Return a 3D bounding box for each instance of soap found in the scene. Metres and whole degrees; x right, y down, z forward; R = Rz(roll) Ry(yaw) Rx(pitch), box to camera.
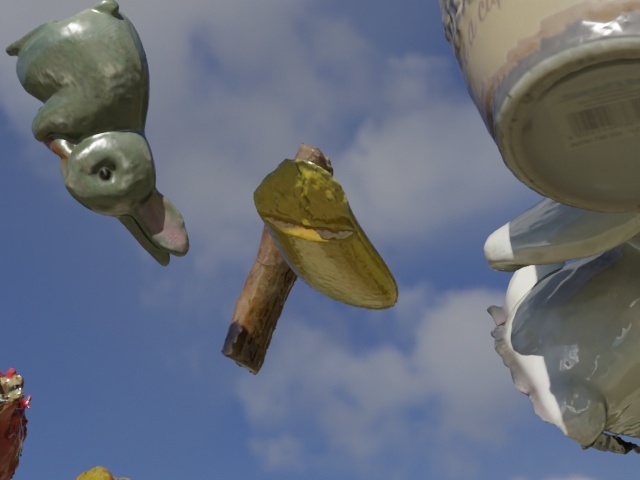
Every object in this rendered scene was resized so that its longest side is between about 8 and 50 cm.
[{"bbox_3d":[0.000,0.000,1.197,0.089,0.033,0.168,9,-28,30],"label":"soap"}]

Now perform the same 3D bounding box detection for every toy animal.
[{"bbox_3d":[-0.190,-0.092,1.528,0.108,0.236,0.138,-10,-15,-48],"label":"toy animal"},{"bbox_3d":[0.236,0.013,1.156,0.289,0.174,0.249,-40,-30,-4],"label":"toy animal"}]

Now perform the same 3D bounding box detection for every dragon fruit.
[{"bbox_3d":[-0.350,0.164,1.709,0.153,0.153,0.111,13,-41,-24],"label":"dragon fruit"}]

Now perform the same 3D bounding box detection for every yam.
[{"bbox_3d":[-0.041,0.017,1.757,0.057,0.241,0.057,19,-6,2],"label":"yam"}]

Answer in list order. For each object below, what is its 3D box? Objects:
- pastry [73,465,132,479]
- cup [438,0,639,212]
[{"bbox_3d":[-0.203,0.252,1.547,0.057,0.097,0.109,31,-9,-28],"label":"pastry"},{"bbox_3d":[0.202,-0.160,0.947,0.301,0.257,0.227,-17,-40,23],"label":"cup"}]
